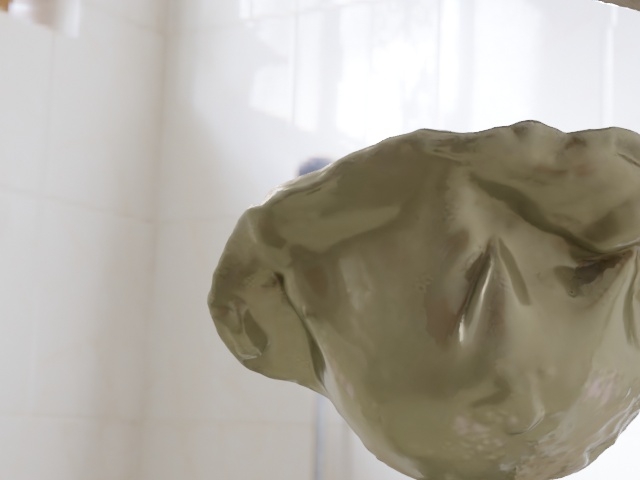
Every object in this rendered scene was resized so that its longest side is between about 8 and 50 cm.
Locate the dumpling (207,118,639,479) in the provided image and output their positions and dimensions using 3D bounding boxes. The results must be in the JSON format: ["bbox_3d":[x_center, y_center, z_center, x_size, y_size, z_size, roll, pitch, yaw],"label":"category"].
[{"bbox_3d":[0.078,0.021,0.626,0.258,0.147,0.193,2,-38,1],"label":"dumpling"}]

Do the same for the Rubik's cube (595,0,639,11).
[{"bbox_3d":[0.150,-0.351,0.762,0.316,0.322,0.318,27,-24,43],"label":"Rubik's cube"}]
